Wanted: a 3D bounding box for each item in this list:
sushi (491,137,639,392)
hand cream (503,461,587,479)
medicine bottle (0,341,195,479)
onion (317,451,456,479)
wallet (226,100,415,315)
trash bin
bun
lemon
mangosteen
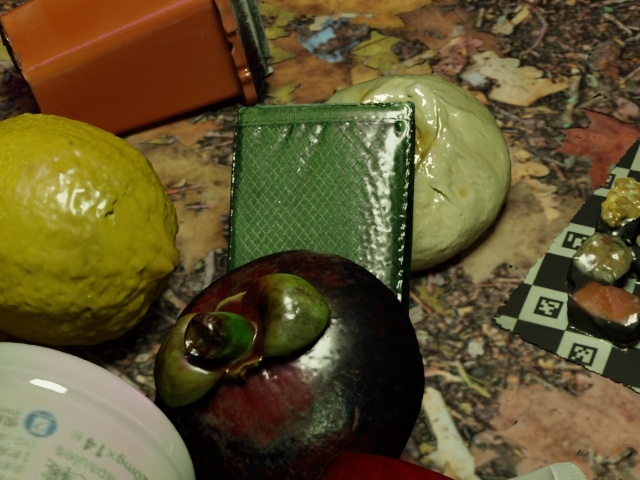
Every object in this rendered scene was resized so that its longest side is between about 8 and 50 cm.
[{"bbox_3d":[0.291,0.006,1.488,0.192,0.043,0.279,26,53,28],"label":"sushi"},{"bbox_3d":[0.068,0.249,1.244,0.314,0.089,0.140,-10,47,-14],"label":"hand cream"},{"bbox_3d":[-0.229,0.247,1.154,0.241,0.241,0.302,5,46,11],"label":"medicine bottle"},{"bbox_3d":[0.021,0.318,1.023,0.341,0.341,0.341,-3,44,3],"label":"onion"},{"bbox_3d":[0.001,0.000,1.441,0.160,0.055,0.236,1,78,11],"label":"wallet"},{"bbox_3d":[-0.183,-0.205,1.662,0.238,0.184,0.161,-23,46,-9],"label":"trash bin"},{"bbox_3d":[0.066,-0.075,1.534,0.222,0.127,0.222,-2,43,2],"label":"bun"},{"bbox_3d":[-0.225,-0.008,1.450,0.231,0.192,0.192,17,49,12],"label":"lemon"},{"bbox_3d":[-0.036,0.112,1.290,0.216,0.216,0.216,-3,44,3],"label":"mangosteen"}]
